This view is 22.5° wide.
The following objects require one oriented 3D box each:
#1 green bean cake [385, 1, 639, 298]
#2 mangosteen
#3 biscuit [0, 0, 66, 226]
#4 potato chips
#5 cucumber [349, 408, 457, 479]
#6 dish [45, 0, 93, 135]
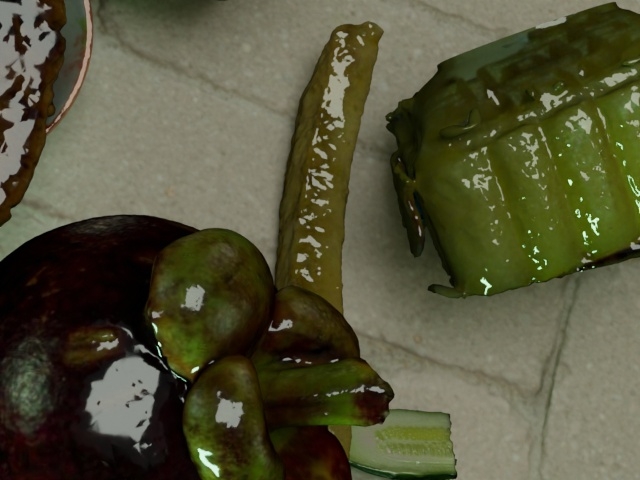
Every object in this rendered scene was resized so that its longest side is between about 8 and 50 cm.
[{"bbox_3d":[0.203,-0.098,1.410,0.310,0.285,0.202,-18,103,0],"label":"green bean cake"},{"bbox_3d":[-0.109,0.123,1.166,0.307,0.347,0.307,19,65,-47],"label":"mangosteen"},{"bbox_3d":[-0.343,-0.140,1.227,0.289,0.081,0.334,23,78,-17],"label":"biscuit"},{"bbox_3d":[0.000,0.000,1.389,0.057,0.080,0.407,18,65,-30],"label":"potato chips"},{"bbox_3d":[0.061,0.178,1.371,0.107,0.035,0.067,6,53,-16],"label":"cucumber"},{"bbox_3d":[-0.324,-0.175,1.328,0.260,0.085,0.260,3,81,-21],"label":"dish"}]
